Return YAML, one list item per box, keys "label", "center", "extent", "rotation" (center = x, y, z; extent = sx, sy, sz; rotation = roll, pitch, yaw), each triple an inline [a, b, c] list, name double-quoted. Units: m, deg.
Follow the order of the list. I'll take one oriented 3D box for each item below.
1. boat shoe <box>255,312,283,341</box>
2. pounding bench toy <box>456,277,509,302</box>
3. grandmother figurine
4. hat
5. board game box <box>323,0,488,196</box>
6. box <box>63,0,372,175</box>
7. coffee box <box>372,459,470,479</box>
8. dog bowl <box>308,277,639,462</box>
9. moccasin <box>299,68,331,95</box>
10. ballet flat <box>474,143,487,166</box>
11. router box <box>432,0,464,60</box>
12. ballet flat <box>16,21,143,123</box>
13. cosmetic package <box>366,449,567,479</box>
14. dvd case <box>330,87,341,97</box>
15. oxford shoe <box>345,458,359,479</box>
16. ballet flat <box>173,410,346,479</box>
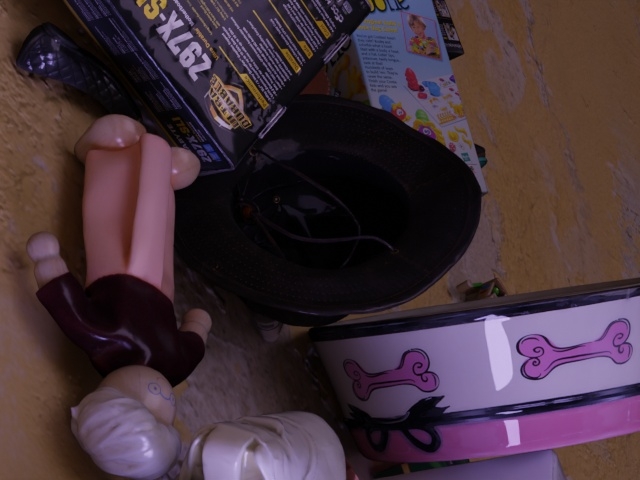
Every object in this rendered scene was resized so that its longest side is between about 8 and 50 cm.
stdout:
- label: "boat shoe"
  center: [-0.048, 0.067, 1.731]
  extent: [0.100, 0.035, 0.035]
  rotation: [-85, 170, -52]
- label: "pounding bench toy"
  center: [0.214, 0.077, 2.202]
  extent: [0.083, 0.052, 0.065]
  rotation: [59, 26, -14]
- label: "grandmother figurine"
  center: [-0.166, 0.050, 1.434]
  extent: [0.208, 0.104, 0.342]
  rotation: [21, 46, -32]
- label: "hat"
  center: [0.000, 0.000, 1.691]
  extent: [0.331, 0.331, 0.134]
  rotation: [-81, 177, -48]
- label: "board game box"
  center: [0.068, -0.153, 1.960]
  extent: [0.144, 0.142, 0.275]
  rotation: [1, 67, -36]
- label: "box"
  center: [-0.120, -0.267, 1.622]
  extent: [0.257, 0.079, 0.322]
  rotation: [-51, 118, -28]
- label: "coffee box"
  center: [0.130, 0.295, 1.866]
  extent: [0.184, 0.040, 0.113]
  rotation: [0, 69, -63]
- label: "dog bowl"
  center: [0.199, 0.135, 1.753]
  extent: [0.408, 0.408, 0.150]
  rotation: [-5, 87, -64]
- label: "moccasin"
  center: [-0.101, -0.272, 1.772]
  extent: [0.380, 0.147, 0.139]
  rotation: [50, 30, -31]
- label: "ballet flat"
  center: [0.145, -0.098, 2.175]
  extent: [0.096, 0.095, 0.280]
  rotation: [53, 26, -1]
- label: "router box"
  center: [0.137, -0.324, 2.397]
  extent: [0.179, 0.046, 0.133]
  rotation: [-9, 77, -64]
- label: "ballet flat"
  center: [-0.225, -0.151, 1.569]
  extent: [0.057, 0.049, 0.173]
  rotation: [50, 7, 37]
- label: "cosmetic package"
  center: [0.137, 0.345, 1.603]
  extent: [0.224, 0.224, 0.138]
  rotation: [-81, 152, -49]
- label: "dvd case"
  center: [-0.017, -0.113, 1.873]
  extent: [0.013, 0.087, 0.119]
  rotation: [41, 35, -31]
- label: "oxford shoe"
  center: [0.033, 0.304, 1.416]
  extent: [0.397, 0.141, 0.146]
  rotation: [-126, -167, -72]
- label: "ballet flat"
  center: [-0.086, 0.228, 1.317]
  extent: [0.139, 0.139, 0.400]
  rotation: [59, 39, -16]
